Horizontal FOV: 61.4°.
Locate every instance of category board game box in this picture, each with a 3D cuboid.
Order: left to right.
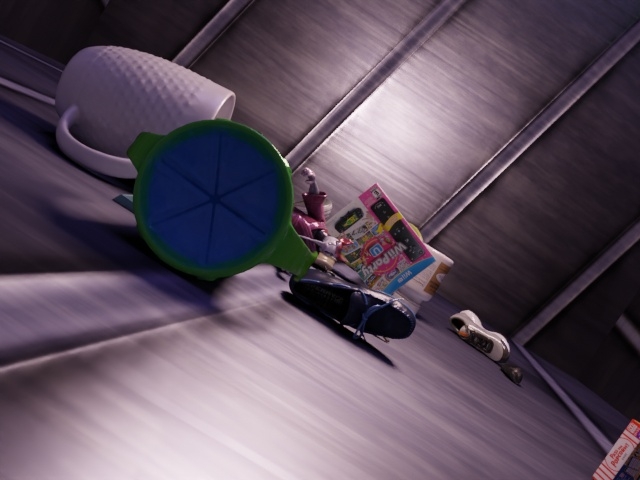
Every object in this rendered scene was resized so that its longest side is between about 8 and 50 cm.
[{"bbox_3d":[0.183,0.005,1.698,0.303,0.224,0.097,52,5,1],"label":"board game box"},{"bbox_3d":[0.670,0.469,1.086,0.193,0.147,0.045,31,5,-13],"label":"board game box"}]

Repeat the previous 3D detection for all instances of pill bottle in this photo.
[{"bbox_3d":[0.341,0.135,1.845,0.131,0.229,0.131,32,5,-3],"label":"pill bottle"}]

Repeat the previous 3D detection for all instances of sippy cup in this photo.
[{"bbox_3d":[-0.157,-0.053,0.880,0.224,0.240,0.306,111,-41,-85],"label":"sippy cup"}]

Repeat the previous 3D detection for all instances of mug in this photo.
[{"bbox_3d":[-0.409,-0.255,1.180,0.328,0.276,0.374,26,36,-6],"label":"mug"}]

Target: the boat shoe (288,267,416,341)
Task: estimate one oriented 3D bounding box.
[{"bbox_3d":[0.055,0.136,1.032,0.258,0.109,0.089,16,11,6],"label":"boat shoe"}]

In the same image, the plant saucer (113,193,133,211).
[{"bbox_3d":[-0.326,-0.067,1.039,0.067,0.018,0.192,32,4,2],"label":"plant saucer"}]

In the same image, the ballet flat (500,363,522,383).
[{"bbox_3d":[0.634,0.441,1.798,0.057,0.049,0.173,5,-5,10],"label":"ballet flat"}]

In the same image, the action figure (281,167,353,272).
[{"bbox_3d":[-0.100,-0.029,1.311,0.370,0.248,0.276,29,-22,1],"label":"action figure"}]

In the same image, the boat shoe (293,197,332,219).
[{"bbox_3d":[-0.056,-0.074,1.721,0.118,0.103,0.320,-16,6,-30],"label":"boat shoe"}]

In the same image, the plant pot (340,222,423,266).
[{"bbox_3d":[0.228,0.035,2.171,0.253,0.276,0.276,12,16,-37],"label":"plant pot"}]

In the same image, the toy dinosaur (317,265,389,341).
[{"bbox_3d":[0.045,0.123,1.199,0.268,0.064,0.118,39,2,35],"label":"toy dinosaur"}]

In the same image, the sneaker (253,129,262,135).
[{"bbox_3d":[-0.234,-0.247,1.936,0.169,0.258,0.447,34,5,23],"label":"sneaker"}]

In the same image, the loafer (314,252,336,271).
[{"bbox_3d":[-0.013,0.015,1.672,0.102,0.092,0.268,29,6,-23],"label":"loafer"}]

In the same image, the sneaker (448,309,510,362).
[{"bbox_3d":[0.581,0.361,1.989,0.108,0.100,0.271,-2,29,-34],"label":"sneaker"}]
